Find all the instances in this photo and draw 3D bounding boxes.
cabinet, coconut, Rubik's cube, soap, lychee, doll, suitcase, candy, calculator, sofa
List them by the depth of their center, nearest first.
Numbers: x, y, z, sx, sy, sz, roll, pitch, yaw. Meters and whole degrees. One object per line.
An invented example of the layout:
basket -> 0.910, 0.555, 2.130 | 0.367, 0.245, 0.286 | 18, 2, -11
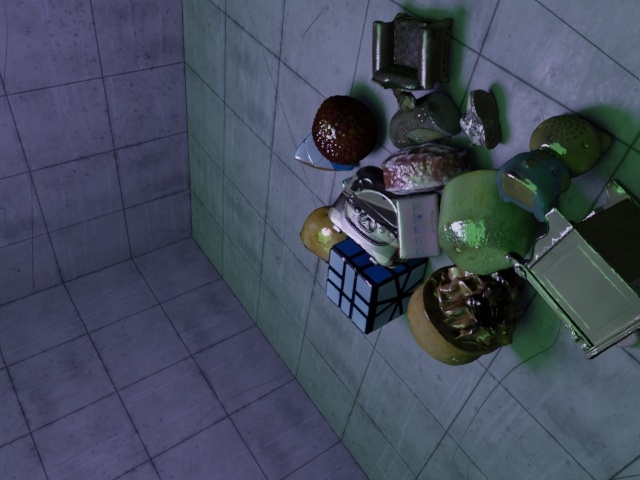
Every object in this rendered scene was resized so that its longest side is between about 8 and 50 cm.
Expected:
cabinet -> 0.686, 0.063, 1.320 | 0.318, 0.289, 0.228 | 55, 148, 23
doll -> 0.581, -0.200, 1.363 | 0.177, 0.260, 0.161 | 40, 170, 41
calculator -> 0.805, 0.209, 1.483 | 0.100, 0.032, 0.175 | -27, 86, 61
coconut -> 0.489, -0.072, 1.582 | 0.281, 0.329, 0.329 | 15, 136, 2
sofa -> 0.264, -0.585, 1.679 | 0.258, 0.181, 0.200 | 33, 135, 45
soap -> 0.322, -0.050, 1.745 | 0.138, 0.182, 0.200 | -3, 96, 14
candy -> 0.337, -0.231, 1.748 | 0.289, 0.214, 0.157 | -5, 105, 33
suitcase -> 0.244, -0.109, 1.976 | 0.351, 0.194, 0.339 | 41, 106, 21
lychee -> 0.087, -0.411, 2.037 | 0.260, 0.260, 0.261 | 37, 139, 42
Rubik's cube -> 0.215, 0.152, 2.159 | 0.283, 0.288, 0.294 | 40, 143, 38
Rubik's cube -> -0.006, -0.399, 2.215 | 0.254, 0.254, 0.255 | 37, 139, 42

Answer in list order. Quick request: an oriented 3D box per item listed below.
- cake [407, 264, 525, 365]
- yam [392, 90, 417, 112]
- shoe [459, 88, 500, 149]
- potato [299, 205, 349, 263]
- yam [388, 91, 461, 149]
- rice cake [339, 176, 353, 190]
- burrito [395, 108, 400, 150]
cake -> 0.479, 0.207, 1.729 | 0.332, 0.332, 0.321 | 57, 147, 18
yam -> 0.265, -0.471, 1.737 | 0.253, 0.061, 0.061 | -87, -6, -59
shoe -> 0.467, -0.356, 1.605 | 0.092, 0.089, 0.180 | 10, 126, 59
potato -> 0.049, -0.042, 2.385 | 0.285, 0.242, 0.243 | 51, 147, 39
yam -> 0.332, -0.385, 1.748 | 0.254, 0.153, 0.154 | -4, 106, 64
rice cake -> 0.203, -0.157, 2.184 | 0.336, 0.066, 0.063 | 45, 139, 33
burrito -> 0.296, -0.363, 1.902 | 0.064, 0.064, 0.203 | 14, 122, 55
